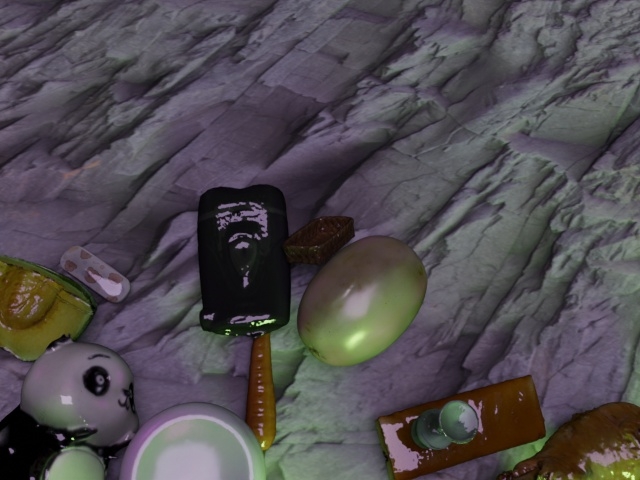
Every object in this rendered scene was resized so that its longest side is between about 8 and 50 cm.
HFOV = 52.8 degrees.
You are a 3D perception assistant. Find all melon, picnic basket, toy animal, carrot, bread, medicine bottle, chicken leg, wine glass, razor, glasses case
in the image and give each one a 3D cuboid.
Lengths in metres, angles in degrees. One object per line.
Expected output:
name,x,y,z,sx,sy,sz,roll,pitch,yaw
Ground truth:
melon,0.092,0.124,1.366,0.223,0.223,0.317,43,66,7
picnic basket,0.000,0.000,1.420,0.110,0.193,0.055,3,111,29
toy animal,-0.476,0.342,1.199,0.251,0.251,0.310,19,62,-2
carrot,-0.125,0.298,1.357,0.069,0.069,0.336,3,68,-8
bread,0.303,0.401,1.380,0.361,0.077,0.138,-12,72,-13
medicine bottle,-0.225,0.425,1.170,0.241,0.302,0.241,3,72,-8
chicken leg,0.535,0.507,1.326,0.409,0.182,0.295,-9,95,-22
wine glass,0.232,0.359,1.237,0.079,0.195,0.079,3,69,-8
razor,-0.168,0.040,1.409,0.204,0.113,0.349,-1,68,-6
glasses case,-0.484,0.073,1.388,0.164,0.041,0.063,35,70,4
melon,-0.592,0.143,1.315,0.265,0.129,0.169,26,91,-2
